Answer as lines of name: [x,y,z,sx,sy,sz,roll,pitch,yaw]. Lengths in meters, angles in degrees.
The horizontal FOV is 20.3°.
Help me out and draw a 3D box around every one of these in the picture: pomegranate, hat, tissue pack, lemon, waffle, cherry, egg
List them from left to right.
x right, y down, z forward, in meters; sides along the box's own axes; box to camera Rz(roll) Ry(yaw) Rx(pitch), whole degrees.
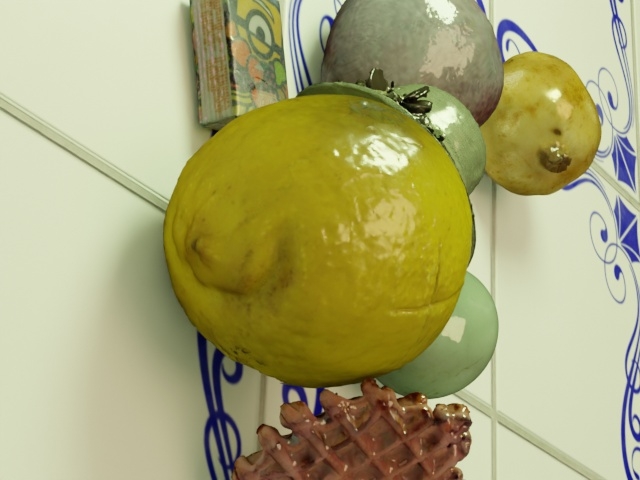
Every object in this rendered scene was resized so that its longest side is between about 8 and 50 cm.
tissue pack: [-0.083,-0.183,1.840,0.109,0.060,0.148,10,71,-56]
lemon: [-0.001,0.000,1.687,0.297,0.297,0.297,30,54,-51]
waffle: [0.027,0.226,1.692,0.234,0.221,0.055,9,33,-23]
hat: [0.096,-0.088,1.882,0.130,0.257,0.257,-41,115,-33]
cherry: [0.105,-0.204,2.039,0.266,0.183,0.213,-40,99,-43]
egg: [0.121,0.098,1.976,0.192,0.149,0.149,-27,101,-65]
pomegranate: [0.280,-0.144,2.313,0.196,0.196,0.196,30,54,-51]

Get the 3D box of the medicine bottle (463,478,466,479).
medicine bottle: [0.120,0.332,1.879,0.254,0.152,0.152,60,34,-24]
